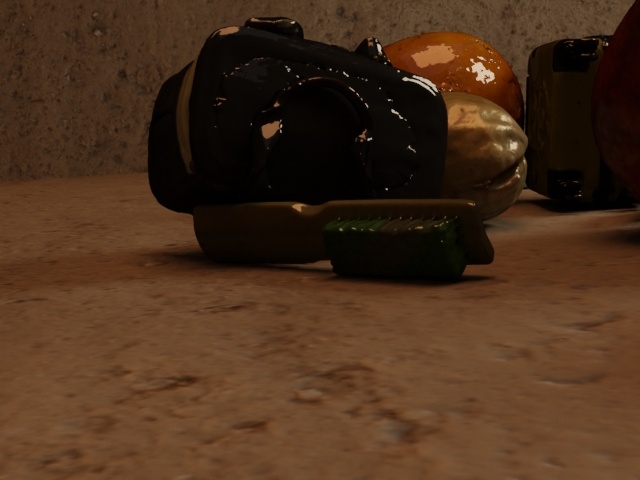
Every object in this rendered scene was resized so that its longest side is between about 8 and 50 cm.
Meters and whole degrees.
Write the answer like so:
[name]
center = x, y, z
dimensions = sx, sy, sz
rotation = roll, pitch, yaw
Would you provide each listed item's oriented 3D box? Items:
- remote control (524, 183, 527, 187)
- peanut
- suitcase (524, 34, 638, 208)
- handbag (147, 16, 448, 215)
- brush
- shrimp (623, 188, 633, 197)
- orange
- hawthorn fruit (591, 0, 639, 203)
[remote control]
center = 0.295, -0.086, 1.538
dimensions = 0.124, 0.018, 0.053
rotation = -6, 6, -23
[peanut]
center = 0.099, -0.085, 1.137
dimensions = 0.149, 0.149, 0.313
rotation = -9, 2, -38
[suitcase]
center = 0.321, -0.139, 1.223
dimensions = 0.143, 0.194, 0.235
rotation = 1, 7, 1
[handbag]
center = -0.019, -0.098, 0.952
dimensions = 0.254, 0.181, 0.181
rotation = 11, -13, -23
[brush]
center = 0.000, 0.000, 0.805
dimensions = 0.282, 0.054, 0.048
rotation = 1, 28, 41
[shrimp]
center = 0.425, -0.058, 1.063
dimensions = 0.178, 0.075, 0.289
rotation = 6, -2, 43
[orange]
center = 0.144, -0.153, 1.351
dimensions = 0.240, 0.240, 0.240
rotation = -3, 6, 0
[hawthorn fruit]
center = 0.359, -0.137, 0.861
dimensions = 0.284, 0.284, 0.284
rotation = -3, 6, 0
